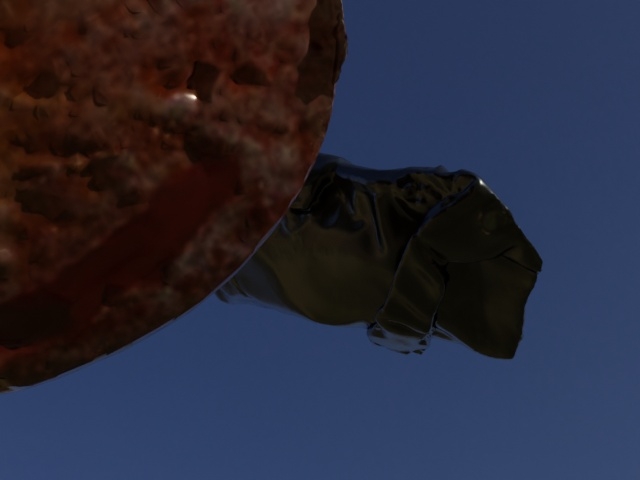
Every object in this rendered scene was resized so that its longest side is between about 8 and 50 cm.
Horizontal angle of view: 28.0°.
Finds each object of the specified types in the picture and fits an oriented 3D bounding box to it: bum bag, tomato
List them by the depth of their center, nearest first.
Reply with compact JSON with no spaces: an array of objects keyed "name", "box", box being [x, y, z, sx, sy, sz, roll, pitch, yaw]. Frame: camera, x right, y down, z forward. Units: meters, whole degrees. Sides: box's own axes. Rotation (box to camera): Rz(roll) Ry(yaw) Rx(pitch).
[{"name":"tomato","box":[-0.156,-0.097,0.519,0.309,0.170,0.308,-10,-65,-22]},{"name":"bum bag","box":[0.000,0.000,0.778,0.310,0.074,0.137,13,-48,42]}]
